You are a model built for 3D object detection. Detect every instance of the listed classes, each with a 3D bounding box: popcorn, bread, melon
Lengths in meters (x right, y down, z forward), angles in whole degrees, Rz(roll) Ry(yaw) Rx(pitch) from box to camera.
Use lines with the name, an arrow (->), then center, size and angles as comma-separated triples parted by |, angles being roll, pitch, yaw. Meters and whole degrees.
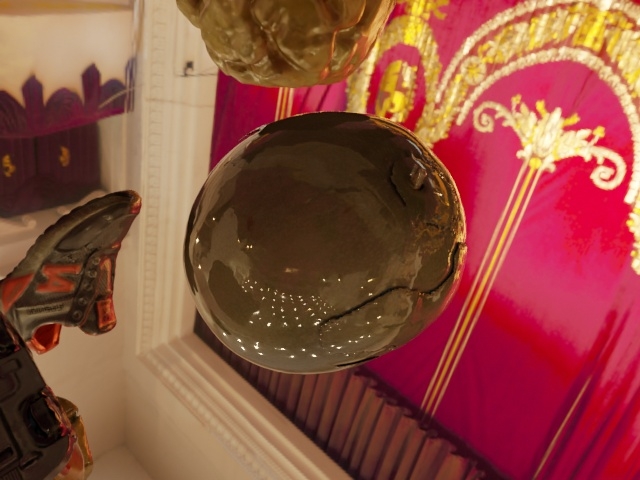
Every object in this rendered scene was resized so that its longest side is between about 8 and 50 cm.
popcorn -> -0.034, -0.401, 0.830 | 0.354, 0.344, 0.390 | 10, -140, -43
bread -> -0.406, 0.311, 0.856 | 0.118, 0.156, 0.064 | -12, -171, 31
melon -> 0.000, 0.000, 0.585 | 0.269, 0.330, 0.268 | 9, -108, -28

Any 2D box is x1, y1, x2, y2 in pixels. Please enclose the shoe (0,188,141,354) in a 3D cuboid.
shoe -> -0.385, 0.071, 0.917 | 0.171, 0.336, 0.132 | 48, -169, -2

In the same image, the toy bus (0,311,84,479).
toy bus -> -0.313, 0.175, 0.539 | 0.126, 0.136, 0.209 | -32, -120, -23
